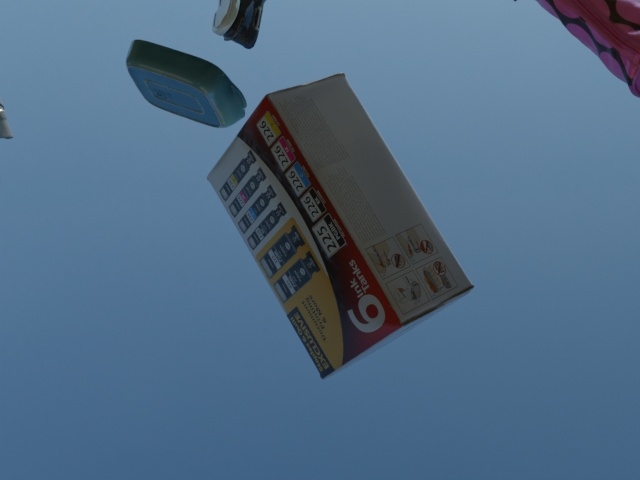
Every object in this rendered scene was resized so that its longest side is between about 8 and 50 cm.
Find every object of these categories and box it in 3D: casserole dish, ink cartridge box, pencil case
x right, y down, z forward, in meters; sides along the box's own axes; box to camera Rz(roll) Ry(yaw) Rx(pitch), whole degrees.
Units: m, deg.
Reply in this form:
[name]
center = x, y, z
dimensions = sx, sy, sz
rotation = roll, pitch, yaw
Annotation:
[casserole dish]
center = -0.180, -0.198, 1.153
dimensions = 0.188, 0.114, 0.037
rotation = 23, -114, 28
[ink cartridge box]
center = 0.000, 0.000, 1.126
dimensions = 0.130, 0.272, 0.309
rotation = -23, -103, -35
[pencil case]
center = 0.304, -0.245, 0.967
dimensions = 0.095, 0.098, 0.209
rotation = -48, -121, 17

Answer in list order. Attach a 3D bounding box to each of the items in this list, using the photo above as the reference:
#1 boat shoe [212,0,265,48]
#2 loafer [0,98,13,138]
[boat shoe]
center = -0.128, -0.443, 1.594
dimensions = 0.095, 0.079, 0.255
rotation = -37, -146, 37
[loafer]
center = -0.514, -0.178, 1.343
dimensions = 0.111, 0.112, 0.320
rotation = 12, -75, 7
